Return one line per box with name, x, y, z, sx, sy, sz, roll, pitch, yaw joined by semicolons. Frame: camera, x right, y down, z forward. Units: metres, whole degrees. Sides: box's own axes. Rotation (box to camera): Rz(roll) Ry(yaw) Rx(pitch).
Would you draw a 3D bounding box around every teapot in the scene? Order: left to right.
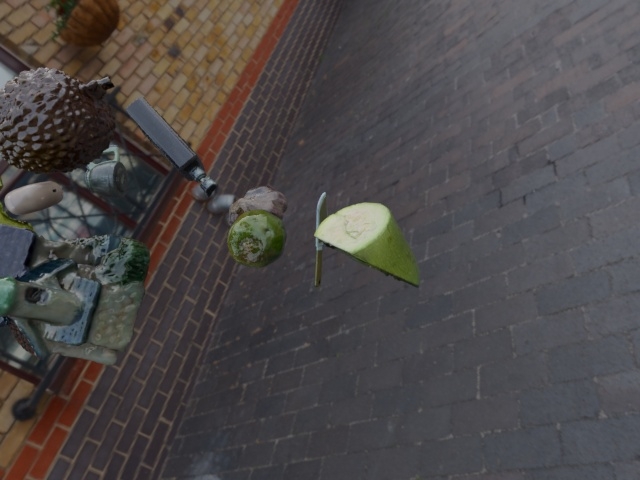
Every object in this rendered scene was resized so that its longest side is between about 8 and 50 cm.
teapot;-0.639;-0.196;1.467;0.111;0.109;0.149;-93;2;-62

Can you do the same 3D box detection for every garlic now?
garlic;-0.237;-0.095;1.801;0.245;0.160;0.244;-15;56;23

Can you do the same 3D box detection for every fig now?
fig;-0.174;-0.025;1.451;0.167;0.167;0.233;-29;30;40

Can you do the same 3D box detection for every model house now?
model house;-0.513;0.084;0.912;0.299;0.284;0.243;1;78;46

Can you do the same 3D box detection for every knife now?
knife;0.001;0.000;1.763;0.027;0.061;0.342;13;109;36

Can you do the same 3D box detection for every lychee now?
lychee;-0.480;-0.224;0.911;0.238;0.200;0.200;-41;25;1

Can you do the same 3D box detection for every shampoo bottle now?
shampoo bottle;-0.381;-0.240;1.303;0.071;0.309;0.098;-42;-12;-11

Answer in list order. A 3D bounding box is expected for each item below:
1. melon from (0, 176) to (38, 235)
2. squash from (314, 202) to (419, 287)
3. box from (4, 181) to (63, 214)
melon;-0.929;-0.063;1.387;0.169;0.264;0.129;-16;19;40
squash;0.163;0.059;1.470;0.210;0.308;0.234;-42;36;-20
box;-0.963;-0.144;1.676;0.146;0.088;0.200;-20;10;3
